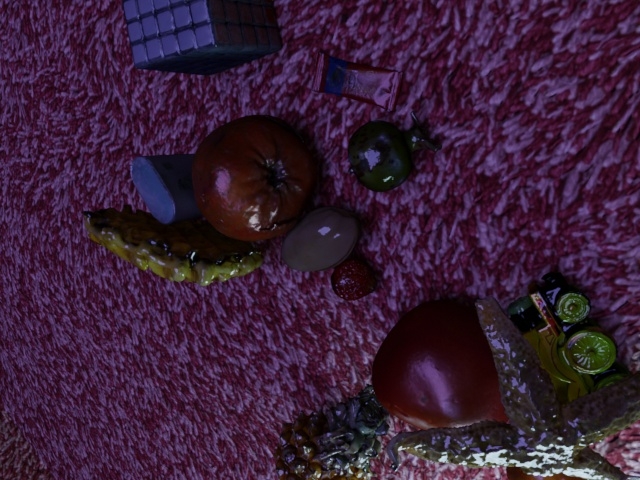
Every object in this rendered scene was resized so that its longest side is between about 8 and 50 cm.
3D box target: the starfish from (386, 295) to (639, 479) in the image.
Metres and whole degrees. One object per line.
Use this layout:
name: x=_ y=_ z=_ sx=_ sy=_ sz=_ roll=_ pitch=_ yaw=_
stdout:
starfish: x=0.349 y=0.272 z=0.884 sx=0.431 sy=0.082 sz=0.324 roll=11 pitch=101 yaw=6

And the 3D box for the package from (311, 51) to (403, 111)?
package: x=0.072 y=-0.331 z=1.104 sx=0.200 sy=0.022 sz=0.083 roll=21 pitch=114 yaw=23

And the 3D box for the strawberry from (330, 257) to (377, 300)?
strawberry: x=0.075 y=0.087 z=1.175 sx=0.106 sy=0.106 sz=0.106 roll=9 pitch=108 yaw=29

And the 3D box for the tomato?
tomato: x=0.240 y=0.263 z=1.049 sx=0.298 sy=0.226 sz=0.299 roll=10 pitch=108 yaw=32

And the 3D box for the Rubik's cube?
Rubik's cube: x=-0.258 y=-0.498 z=1.128 sx=0.236 sy=0.237 sz=0.238 roll=-3 pitch=101 yaw=33

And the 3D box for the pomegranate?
pomegranate: x=0.134 y=-0.176 z=1.045 sx=0.169 sy=0.148 sz=0.149 roll=-37 pitch=83 yaw=26

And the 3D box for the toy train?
toy train: x=0.456 y=0.207 z=0.966 sx=0.160 sy=0.100 sz=0.296 roll=-30 pitch=87 yaw=20

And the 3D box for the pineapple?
pineapple: x=0.054 y=0.434 z=1.167 sx=0.262 sy=0.262 sz=0.272 roll=42 pitch=130 yaw=15

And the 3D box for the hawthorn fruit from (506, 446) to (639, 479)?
hawthorn fruit: x=0.498 y=0.428 z=0.999 sx=0.285 sy=0.165 sz=0.165 roll=3 pitch=106 yaw=17

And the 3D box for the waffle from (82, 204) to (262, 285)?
waffle: x=-0.333 y=0.003 z=1.234 sx=0.382 sy=0.379 sz=0.095 roll=22 pitch=102 yaw=18

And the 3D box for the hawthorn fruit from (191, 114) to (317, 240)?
hawthorn fruit: x=-0.162 y=-0.123 z=1.182 sx=0.307 sy=0.276 sz=0.276 roll=-23 pitch=91 yaw=62

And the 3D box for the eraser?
eraser: x=-0.319 y=-0.129 z=1.271 sx=0.081 sy=0.227 sz=0.174 roll=-40 pitch=80 yaw=28

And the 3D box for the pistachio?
pistachio: x=0.000 y=0.000 z=1.176 sx=0.226 sy=0.135 sz=0.136 roll=-30 pitch=87 yaw=41
